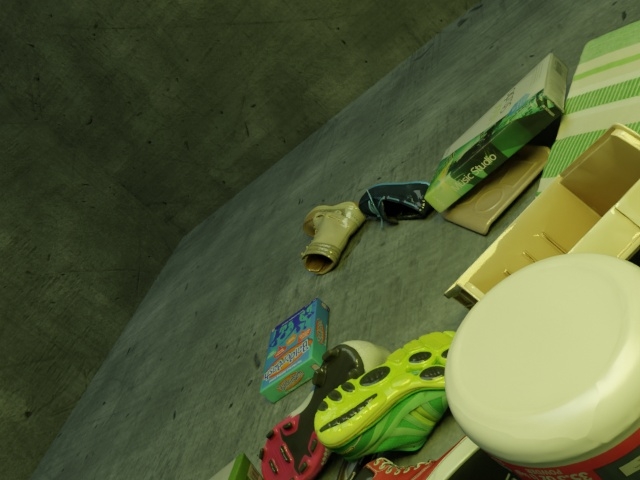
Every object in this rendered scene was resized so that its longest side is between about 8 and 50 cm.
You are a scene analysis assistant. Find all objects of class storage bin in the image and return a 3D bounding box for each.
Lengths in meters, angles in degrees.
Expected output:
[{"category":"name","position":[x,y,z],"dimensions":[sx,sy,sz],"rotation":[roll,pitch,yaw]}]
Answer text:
[{"category":"storage bin","position":[0.304,0.013,0.721],"dimensions":[0.262,0.123,0.260],"rotation":[-45,-12,0]}]

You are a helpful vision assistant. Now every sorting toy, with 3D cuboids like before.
[{"category":"sorting toy","position":[0.359,-0.110,1.136],"dimensions":[0.208,0.038,0.193],"rotation":[-51,20,1]}]

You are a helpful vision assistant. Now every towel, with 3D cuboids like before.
[{"category":"towel","position":[0.489,-0.210,0.897],"dimensions":[0.248,0.038,0.324],"rotation":[2,71,69]}]

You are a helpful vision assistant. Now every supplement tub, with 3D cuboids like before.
[{"category":"supplement tub","position":[0.258,0.159,0.477],"dimensions":[0.191,0.272,0.191],"rotation":[-39,21,19]}]

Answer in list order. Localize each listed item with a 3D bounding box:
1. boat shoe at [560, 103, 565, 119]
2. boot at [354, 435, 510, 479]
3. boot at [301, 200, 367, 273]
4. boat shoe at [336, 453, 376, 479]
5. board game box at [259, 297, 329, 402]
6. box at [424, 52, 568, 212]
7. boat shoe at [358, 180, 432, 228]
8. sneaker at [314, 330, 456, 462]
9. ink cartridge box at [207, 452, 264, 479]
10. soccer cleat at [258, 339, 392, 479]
[{"category":"boat shoe","position":[0.524,-0.223,0.975],"dimensions":[0.081,0.069,0.228],"rotation":[-68,19,7]},{"category":"boot","position":[0.132,0.306,0.726],"dimensions":[0.244,0.088,0.176],"rotation":[-49,19,2]},{"category":"boot","position":[0.000,0.000,1.548],"dimensions":[0.262,0.095,0.203],"rotation":[-9,43,52]},{"category":"boat shoe","position":[0.056,0.343,0.866],"dimensions":[0.046,0.038,0.125],"rotation":[-24,30,45]},{"category":"board game box","position":[-0.055,0.246,1.253],"dimensions":[0.160,0.047,0.210],"rotation":[-38,23,22]},{"category":"box","position":[0.361,-0.219,1.137],"dimensions":[0.322,0.058,0.232],"rotation":[-46,7,42]},{"category":"boat shoe","position":[0.172,-0.090,1.359],"dimensions":[0.258,0.109,0.089],"rotation":[-14,41,59]},{"category":"sneaker","position":[0.136,0.232,0.815],"dimensions":[0.296,0.123,0.109],"rotation":[-26,35,3]},{"category":"ink cartridge box","position":[-0.207,0.485,0.888],"dimensions":[0.255,0.097,0.189],"rotation":[-38,-3,-5]},{"category":"soccer cleat","position":[0.019,0.307,0.937],"dimensions":[0.116,0.143,0.331],"rotation":[49,119,37]}]
